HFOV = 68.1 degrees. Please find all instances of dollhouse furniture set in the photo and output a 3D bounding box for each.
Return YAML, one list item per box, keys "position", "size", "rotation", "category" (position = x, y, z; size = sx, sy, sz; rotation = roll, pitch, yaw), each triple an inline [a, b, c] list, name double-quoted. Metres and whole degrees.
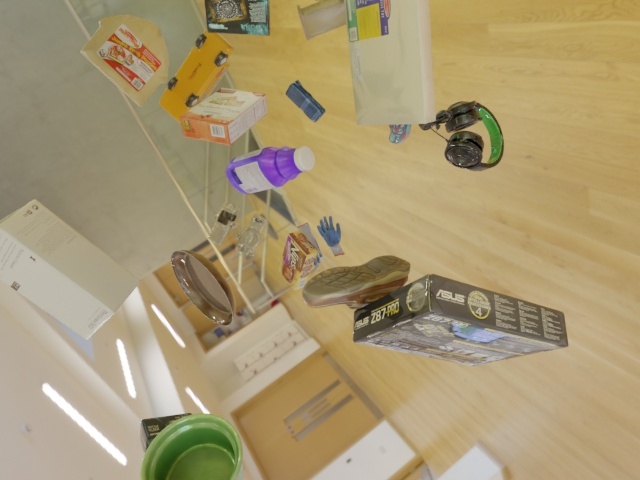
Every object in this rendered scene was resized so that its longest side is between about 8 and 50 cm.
- position: [-0.011, -0.779, 1.479]
  size: [0.212, 0.161, 0.242]
  rotation: [59, -168, -70]
  category: "dollhouse furniture set"

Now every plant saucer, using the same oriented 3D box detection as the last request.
- position: [-0.389, 0.153, 1.608]
  size: [0.310, 0.050, 0.311]
  rotation: [29, 140, 27]
  category: "plant saucer"

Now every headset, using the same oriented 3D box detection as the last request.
- position: [0.509, -0.378, 1.635]
  size: [0.185, 0.394, 0.244]
  rotation: [-19, 72, 58]
  category: "headset"

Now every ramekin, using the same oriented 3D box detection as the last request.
- position: [-0.380, 0.709, 1.462]
  size: [0.303, 0.303, 0.148]
  rotation: [43, 148, 43]
  category: "ramekin"

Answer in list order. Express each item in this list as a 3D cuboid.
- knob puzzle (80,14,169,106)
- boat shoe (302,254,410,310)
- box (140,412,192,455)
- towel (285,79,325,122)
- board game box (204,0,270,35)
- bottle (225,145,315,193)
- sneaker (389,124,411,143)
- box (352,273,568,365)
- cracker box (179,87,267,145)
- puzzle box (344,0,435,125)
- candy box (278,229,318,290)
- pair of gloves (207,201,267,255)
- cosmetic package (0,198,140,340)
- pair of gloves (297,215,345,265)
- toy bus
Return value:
- position: [-0.454, -0.454, 1.150]
  size: [0.030, 0.213, 0.213]
  rotation: [1, 127, 47]
  category: "knob puzzle"
- position: [0.103, 0.131, 1.235]
  size: [0.123, 0.324, 0.116]
  rotation: [36, 130, 53]
  category: "boat shoe"
- position: [-0.525, 0.676, 1.651]
  size: [0.147, 0.180, 0.078]
  rotation: [9, 96, 63]
  category: "box"
- position: [-0.042, -0.386, 1.318]
  size: [0.119, 0.029, 0.067]
  rotation: [43, 156, -9]
  category: "towel"
- position: [-0.236, -0.653, 1.346]
  size: [0.026, 0.186, 0.126]
  rotation: [-72, -13, -58]
  category: "board game box"
- position: [-0.143, -0.207, 1.354]
  size: [0.282, 0.092, 0.118]
  rotation: [-8, 133, 39]
  category: "bottle"
- position: [0.318, -0.513, 1.993]
  size: [0.262, 0.125, 0.104]
  rotation: [106, 150, -53]
  category: "sneaker"
- position: [0.322, 0.210, 1.141]
  size: [0.318, 0.394, 0.097]
  rotation: [141, 140, -57]
  category: "box"
- position: [-0.275, -0.366, 1.378]
  size: [0.155, 0.232, 0.067]
  rotation: [13, 130, 17]
  category: "cracker box"
- position: [0.190, -0.532, 1.322]
  size: [0.272, 0.052, 0.409]
  rotation: [16, 120, 50]
  category: "puzzle box"
- position: [-0.079, 0.069, 1.619]
  size: [0.109, 0.053, 0.187]
  rotation: [49, 141, 27]
  category: "candy box"
- position: [-0.385, -0.054, 2.207]
  size: [0.240, 0.204, 0.042]
  rotation: [22, -173, 0]
  category: "pair of gloves"
- position: [-0.764, 0.094, 1.401]
  size: [0.385, 0.156, 0.217]
  rotation: [42, 126, -13]
  category: "cosmetic package"
- position: [0.000, 0.000, 1.706]
  size: [0.023, 0.198, 0.159]
  rotation: [-24, 85, 59]
  category: "pair of gloves"
- position: [-0.427, -0.571, 1.662]
  size: [0.108, 0.333, 0.130]
  rotation: [43, -159, -2]
  category: "toy bus"
